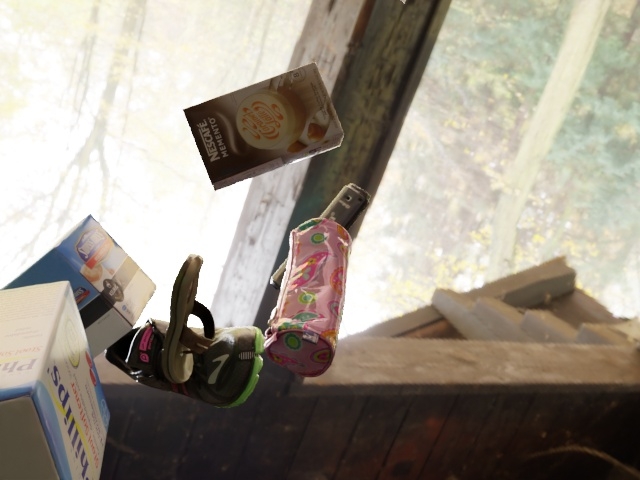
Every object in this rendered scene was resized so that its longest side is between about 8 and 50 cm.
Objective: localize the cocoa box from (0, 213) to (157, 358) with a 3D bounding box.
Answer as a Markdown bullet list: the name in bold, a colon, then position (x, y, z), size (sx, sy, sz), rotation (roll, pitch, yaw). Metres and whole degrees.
- **cocoa box**: position (-0.566, 0.153, 1.610), size (0.228, 0.347, 0.231), rotation (50, -167, -14)

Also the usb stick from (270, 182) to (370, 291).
- **usb stick**: position (0.000, 0.000, 1.607), size (0.077, 0.278, 0.045), rotation (35, 174, 45)

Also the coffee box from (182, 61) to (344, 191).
- **coffee box**: position (-0.100, -0.198, 1.344), size (0.246, 0.141, 0.098), rotation (-22, 176, -5)

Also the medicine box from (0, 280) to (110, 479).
- **medicine box**: position (-0.409, 0.243, 1.061), size (0.149, 0.263, 0.289), rotation (-10, -153, -5)

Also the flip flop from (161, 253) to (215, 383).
- **flip flop**: position (-0.218, 0.144, 1.311), size (0.080, 0.277, 0.112), rotation (13, -147, -3)

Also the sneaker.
- **sneaker**: position (-0.310, 0.266, 1.684), size (0.482, 0.185, 0.202), rotation (-11, 156, 41)

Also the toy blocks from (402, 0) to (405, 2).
- **toy blocks**: position (0.217, -0.672, 1.628), size (0.309, 0.260, 0.288), rotation (28, -175, 22)

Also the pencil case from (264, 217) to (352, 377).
- **pencil case**: position (-0.017, 0.090, 1.283), size (0.124, 0.124, 0.284), rotation (18, -136, -5)
